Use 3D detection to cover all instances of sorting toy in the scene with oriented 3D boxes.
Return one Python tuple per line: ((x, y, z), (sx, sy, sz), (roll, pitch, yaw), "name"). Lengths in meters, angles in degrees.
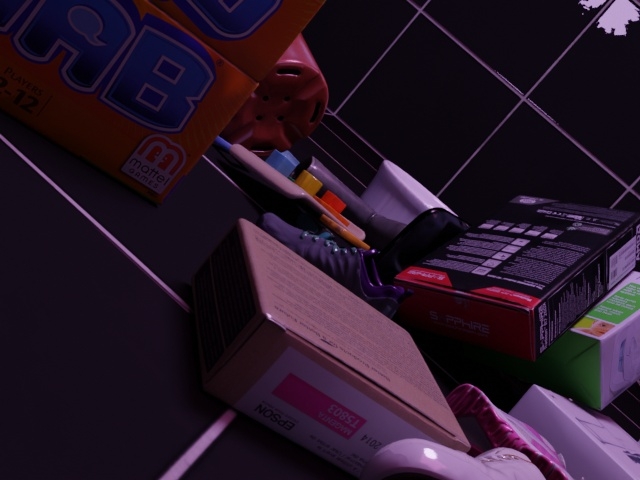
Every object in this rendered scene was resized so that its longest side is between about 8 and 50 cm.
((-0.027, -0.082, 1.322), (0.347, 0.047, 0.196), (38, 4, 40), "sorting toy")

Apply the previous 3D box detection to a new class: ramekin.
((0.191, -0.024, 1.712), (0.277, 0.135, 0.277), (39, 12, -10), "ramekin")

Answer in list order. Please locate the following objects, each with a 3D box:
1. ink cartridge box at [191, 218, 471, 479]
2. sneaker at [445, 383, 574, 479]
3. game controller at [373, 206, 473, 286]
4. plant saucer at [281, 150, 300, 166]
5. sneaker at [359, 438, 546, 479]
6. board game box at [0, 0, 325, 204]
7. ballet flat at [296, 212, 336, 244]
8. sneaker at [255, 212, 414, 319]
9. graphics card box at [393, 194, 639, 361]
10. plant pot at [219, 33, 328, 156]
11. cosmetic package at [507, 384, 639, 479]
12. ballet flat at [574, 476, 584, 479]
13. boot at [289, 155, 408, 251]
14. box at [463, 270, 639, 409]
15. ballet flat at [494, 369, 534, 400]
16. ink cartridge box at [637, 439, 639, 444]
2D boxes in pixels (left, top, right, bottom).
((0.002, 0.106, 0.770), (0.234, 0.088, 0.193), (36, 14, -23), "ink cartridge box")
((0.219, 0.254, 0.879), (0.111, 0.103, 0.252), (31, 16, -33), "sneaker")
((0.196, 0.032, 1.448), (0.067, 0.166, 0.319), (42, 11, 28), "game controller")
((-0.033, -0.124, 1.663), (0.192, 0.018, 0.067), (47, 14, 32), "plant saucer")
((0.117, 0.209, 0.680), (0.290, 0.106, 0.123), (45, 26, -38), "sneaker")
((-0.238, -0.332, 0.956), (0.356, 0.356, 0.356), (33, 13, -30), "board game box")
((0.000, 0.000, 1.274), (0.041, 0.041, 0.114), (31, 16, -40), "ballet flat")
((0.018, 0.024, 1.089), (0.223, 0.098, 0.083), (44, 12, 16), "sneaker")
((0.316, 0.042, 1.314), (0.233, 0.094, 0.371), (11, 30, 40), "graphics card box")
((-0.127, -0.304, 1.496), (0.272, 0.272, 0.265), (27, 26, -48), "plant pot")
((0.445, 0.370, 1.135), (0.284, 0.097, 0.377), (24, 16, -47), "cosmetic package")
((0.325, 0.356, 0.905), (0.241, 0.077, 0.091), (50, 14, 34), "ballet flat")
((0.055, -0.062, 1.467), (0.208, 0.076, 0.189), (49, -21, -17), "boot")
((0.399, 0.131, 1.361), (0.231, 0.127, 0.262), (-24, 27, -34), "box")
((0.394, 0.277, 1.447), (0.250, 0.058, 0.084), (36, 12, -21), "ballet flat")
((0.681, 0.464, 1.586), (0.212, 0.093, 0.154), (50, 14, 33), "ink cartridge box")
